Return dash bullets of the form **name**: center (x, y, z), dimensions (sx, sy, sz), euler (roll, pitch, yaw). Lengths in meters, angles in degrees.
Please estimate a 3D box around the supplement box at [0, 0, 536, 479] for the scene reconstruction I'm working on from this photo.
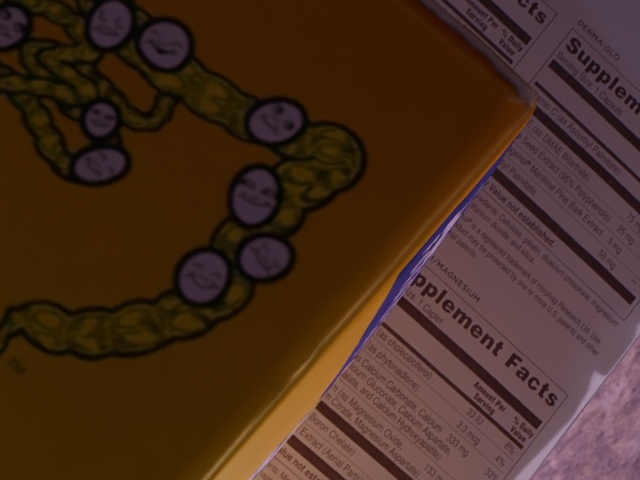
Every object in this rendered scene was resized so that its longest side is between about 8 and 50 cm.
- **supplement box**: center (-0.152, 0.063, 0.400), dimensions (0.356, 0.195, 0.194), euler (-49, 176, -23)

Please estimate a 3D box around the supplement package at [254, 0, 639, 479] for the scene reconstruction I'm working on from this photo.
- **supplement package**: center (0.000, 0.000, 0.745), dimensions (0.263, 0.198, 0.199), euler (-51, -169, -12)
